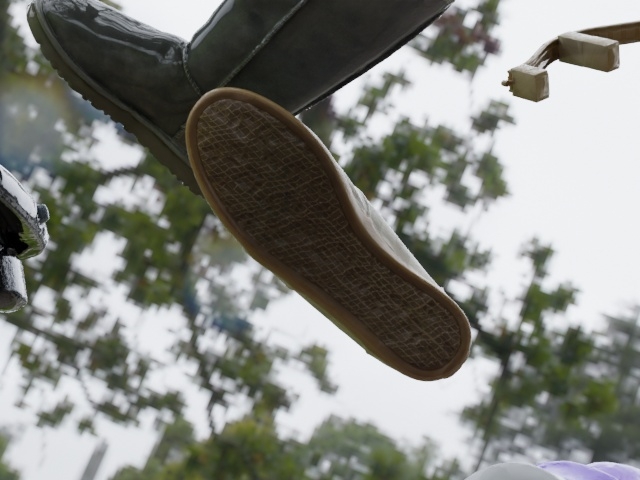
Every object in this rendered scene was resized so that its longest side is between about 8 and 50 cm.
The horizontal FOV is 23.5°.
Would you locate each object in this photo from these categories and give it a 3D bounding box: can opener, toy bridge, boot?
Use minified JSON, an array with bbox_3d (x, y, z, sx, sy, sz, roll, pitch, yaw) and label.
[{"bbox_3d":[-0.192,-0.013,0.926,0.073,0.059,0.186,61,-13,14],"label":"can opener"},{"bbox_3d":[0.221,-0.157,1.284,0.063,0.188,0.026,25,-51,50],"label":"toy bridge"},{"bbox_3d":[-0.051,-0.145,0.946,0.190,0.076,0.208,40,-62,-15],"label":"boot"}]

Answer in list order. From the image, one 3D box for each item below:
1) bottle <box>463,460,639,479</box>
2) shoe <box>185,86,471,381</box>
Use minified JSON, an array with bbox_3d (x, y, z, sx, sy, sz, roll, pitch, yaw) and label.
[{"bbox_3d":[0.132,0.166,0.743,0.092,0.118,0.283,48,6,31],"label":"bottle"},{"bbox_3d":[0.000,0.000,0.915,0.219,0.076,0.058,48,-5,-3],"label":"shoe"}]
